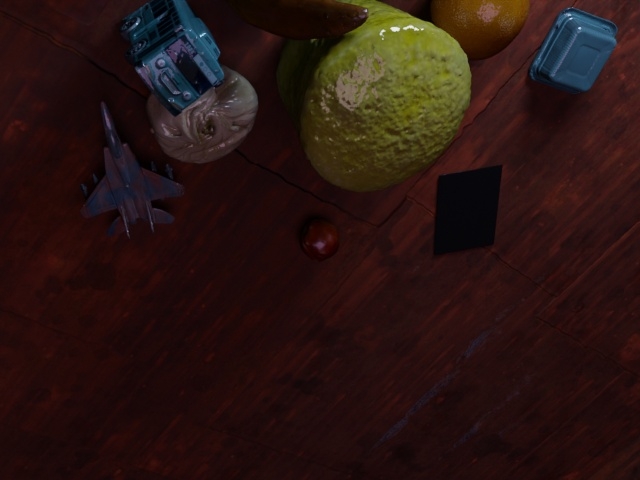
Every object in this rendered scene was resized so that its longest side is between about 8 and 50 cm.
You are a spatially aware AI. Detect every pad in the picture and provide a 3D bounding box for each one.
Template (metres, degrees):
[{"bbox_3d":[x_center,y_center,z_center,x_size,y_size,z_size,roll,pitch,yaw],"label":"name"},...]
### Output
[{"bbox_3d":[0.366,-0.073,1.966,0.170,0.006,0.245,-11,128,-10],"label":"pad"}]

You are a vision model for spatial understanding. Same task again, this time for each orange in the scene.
[{"bbox_3d":[0.312,-0.458,1.555,0.206,0.206,0.206,-8,127,-11],"label":"orange"}]

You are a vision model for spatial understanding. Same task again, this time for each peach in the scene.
[{"bbox_3d":[0.002,0.000,1.857,0.101,0.100,0.100,-8,127,-11],"label":"peach"}]

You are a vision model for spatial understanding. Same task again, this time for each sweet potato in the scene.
[{"bbox_3d":[-0.067,-0.421,1.409,0.112,0.359,0.112,-44,151,-33],"label":"sweet potato"}]

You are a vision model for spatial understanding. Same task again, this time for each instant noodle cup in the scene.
[{"bbox_3d":[0.568,-0.409,1.742,0.157,0.070,0.179,12,122,-22],"label":"instant noodle cup"}]

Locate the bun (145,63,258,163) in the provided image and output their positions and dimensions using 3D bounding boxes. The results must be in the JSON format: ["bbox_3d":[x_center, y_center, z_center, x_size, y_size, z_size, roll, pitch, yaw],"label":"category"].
[{"bbox_3d":[-0.233,-0.249,1.574,0.230,0.145,0.229,-9,124,-13],"label":"bun"}]

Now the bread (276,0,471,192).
[{"bbox_3d":[0.082,-0.293,1.524,0.348,0.308,0.348,-14,127,-20],"label":"bread"}]

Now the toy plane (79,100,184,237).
[{"bbox_3d":[-0.407,-0.148,1.621,0.223,0.104,0.326,-14,124,-8],"label":"toy plane"}]

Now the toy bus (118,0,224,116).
[{"bbox_3d":[-0.267,-0.346,1.420,0.147,0.256,0.128,-34,128,5],"label":"toy bus"}]
